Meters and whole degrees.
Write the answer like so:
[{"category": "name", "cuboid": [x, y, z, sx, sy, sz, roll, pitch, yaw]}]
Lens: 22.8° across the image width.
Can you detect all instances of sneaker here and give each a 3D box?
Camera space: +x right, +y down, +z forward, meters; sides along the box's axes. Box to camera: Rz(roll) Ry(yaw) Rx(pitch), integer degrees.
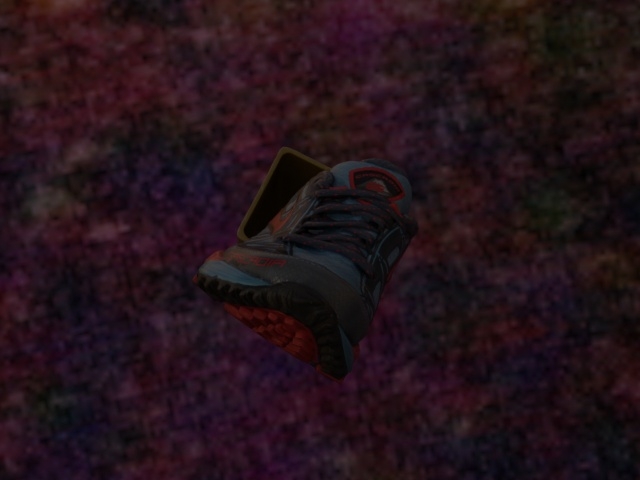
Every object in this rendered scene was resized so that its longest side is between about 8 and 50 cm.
[{"category": "sneaker", "cuboid": [0.000, 0.000, 0.952, 0.104, 0.125, 0.262, 33, 3, -3]}]

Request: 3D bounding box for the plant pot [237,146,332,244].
[{"category": "plant pot", "cuboid": [-0.014, -0.005, 1.184, 0.081, 0.081, 0.083, 26, -21, 2]}]
